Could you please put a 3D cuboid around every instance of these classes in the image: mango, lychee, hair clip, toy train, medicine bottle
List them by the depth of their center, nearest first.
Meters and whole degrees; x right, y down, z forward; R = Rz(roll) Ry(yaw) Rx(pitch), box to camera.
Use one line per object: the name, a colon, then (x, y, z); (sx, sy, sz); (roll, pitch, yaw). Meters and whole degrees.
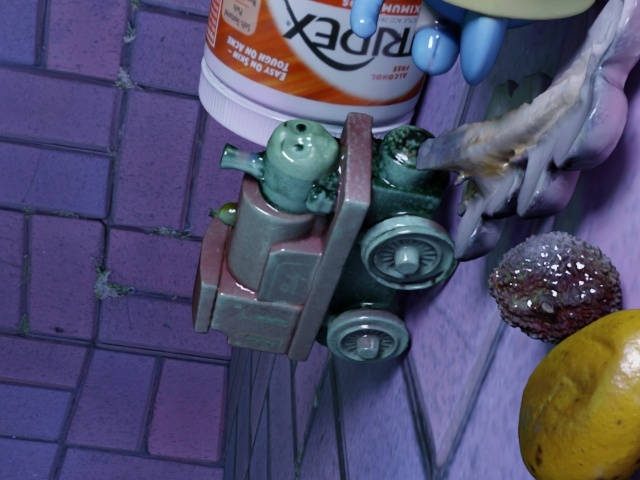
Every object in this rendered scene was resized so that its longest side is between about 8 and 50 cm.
mango: (0.139, 0.080, 0.432); (0.079, 0.057, 0.114); (-86, 18, -53)
lychee: (0.131, 0.028, 0.481); (0.068, 0.067, 0.083); (-30, 10, 20)
hair clip: (0.135, -0.071, 0.572); (0.146, 0.075, 0.257); (-67, 12, -18)
toy train: (0.000, 0.000, 0.839); (0.304, 0.221, 0.150); (110, 168, -47)
medicine bottle: (0.006, -0.248, 0.956); (0.252, 0.252, 0.241); (-94, 16, -56)

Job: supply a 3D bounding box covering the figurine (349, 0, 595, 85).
figurine: (0.109, -0.191, 0.564); (0.180, 0.154, 0.262); (-50, -5, -5)
